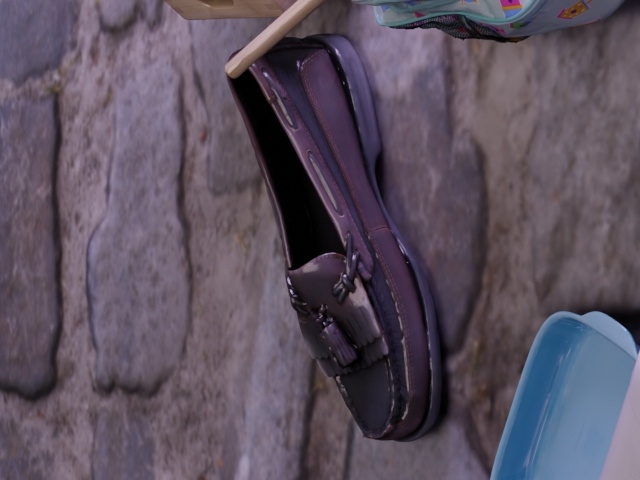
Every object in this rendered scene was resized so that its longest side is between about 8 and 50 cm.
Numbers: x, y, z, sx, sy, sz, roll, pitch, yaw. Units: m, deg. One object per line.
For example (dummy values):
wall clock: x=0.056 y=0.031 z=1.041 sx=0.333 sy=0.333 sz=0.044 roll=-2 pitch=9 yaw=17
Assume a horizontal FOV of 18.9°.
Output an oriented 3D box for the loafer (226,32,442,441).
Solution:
loafer: x=0.000 y=0.000 z=1.359 sx=0.109 sy=0.095 sz=0.303 roll=-27 pitch=73 yaw=49

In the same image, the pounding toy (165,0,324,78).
pounding toy: x=-0.048 y=-0.210 z=1.327 sx=0.206 sy=0.094 sz=0.181 roll=6 pitch=60 yaw=51

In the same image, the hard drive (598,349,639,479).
hard drive: x=0.204 y=0.239 z=1.028 sx=0.353 sy=0.047 sz=0.233 roll=93 pitch=159 yaw=-55

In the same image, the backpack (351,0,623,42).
backpack: x=0.106 y=-0.205 z=1.172 sx=0.188 sy=0.144 sz=0.166 roll=8 pitch=95 yaw=48

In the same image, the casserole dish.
casserole dish: x=0.168 y=0.131 z=1.212 sx=0.114 sy=0.037 sz=0.188 roll=38 pitch=122 yaw=42
